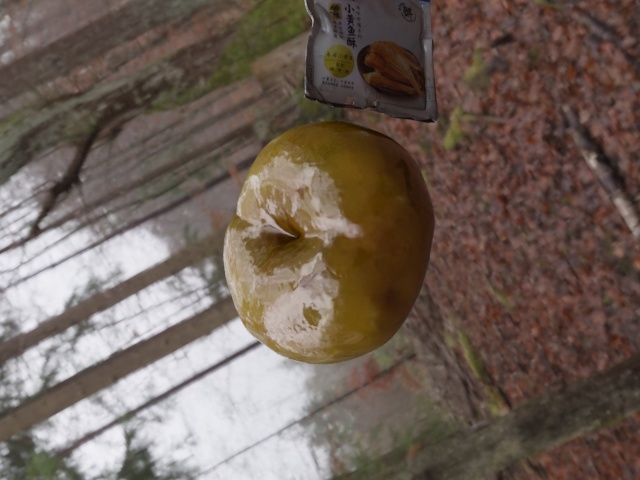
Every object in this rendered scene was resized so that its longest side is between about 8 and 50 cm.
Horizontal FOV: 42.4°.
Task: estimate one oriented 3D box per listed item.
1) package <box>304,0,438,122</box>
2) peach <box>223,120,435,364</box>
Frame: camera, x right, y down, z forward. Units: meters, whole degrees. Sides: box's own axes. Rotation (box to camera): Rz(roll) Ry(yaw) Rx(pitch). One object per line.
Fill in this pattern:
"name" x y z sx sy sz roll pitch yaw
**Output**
"package" 0.054 -0.221 0.905 0.027 0.171 0.173 -17 72 61
"peach" 0.000 0.000 0.833 0.153 0.251 0.251 10 -136 -48
